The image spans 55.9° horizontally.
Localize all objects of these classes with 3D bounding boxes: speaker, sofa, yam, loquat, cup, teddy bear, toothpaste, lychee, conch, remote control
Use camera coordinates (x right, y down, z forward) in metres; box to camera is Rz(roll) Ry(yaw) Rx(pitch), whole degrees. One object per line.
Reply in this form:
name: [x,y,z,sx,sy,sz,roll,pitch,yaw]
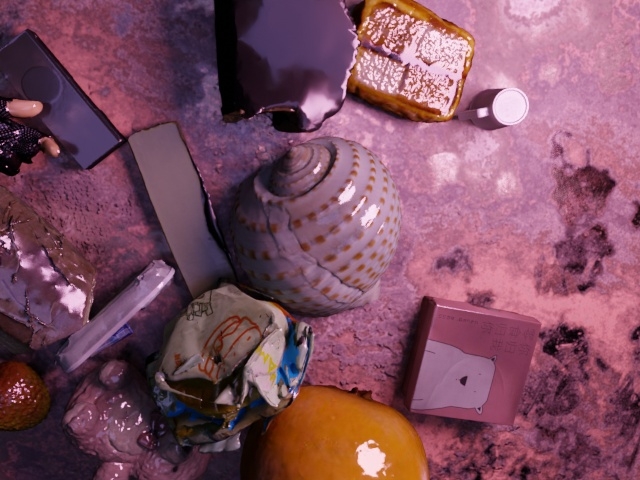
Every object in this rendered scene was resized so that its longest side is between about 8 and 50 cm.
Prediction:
speaker: [-0.416,-0.223,0.967,0.082,0.044,0.218,-37,103,-1]
sofa: [-0.059,-0.298,0.942,0.182,0.200,0.258,-6,101,-19]
yam: [-0.480,0.047,0.926,0.201,0.202,0.271,-39,106,-1]
loquat: [0.020,0.413,0.997,0.328,0.328,0.359,21,67,-12]
cup: [0.295,-0.225,1.042,0.104,0.116,0.074,-10,100,1]
teddy bear: [-0.305,0.325,1.029,0.267,0.151,0.236,38,60,-8]
toothpaste: [-0.371,0.178,1.065,0.083,0.015,0.024,-35,102,-7]
lychee: [-0.521,0.259,1.006,0.146,0.114,0.114,40,93,-27]
conch: [-0.002,0.001,0.992,0.303,0.215,0.319,-24,102,7]
remote control: [-0.345,0.124,1.012,0.247,0.104,0.052,-42,104,0]

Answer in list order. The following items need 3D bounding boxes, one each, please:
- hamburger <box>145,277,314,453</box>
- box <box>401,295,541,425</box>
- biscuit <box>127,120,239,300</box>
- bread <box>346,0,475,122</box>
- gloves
hamburger: [-0.160,0.186,0.930,0.260,0.150,0.276,39,83,29]
box: [0.276,0.221,1.133,0.215,0.086,0.215,10,99,-11]
biscuit: [-0.227,-0.042,1.033,0.099,0.038,0.322,-20,103,-1]
bread: [0.144,-0.304,1.013,0.222,0.096,0.181,20,99,-12]
gloves: [-0.480,-0.148,0.931,0.181,0.106,0.129,18,64,4]
